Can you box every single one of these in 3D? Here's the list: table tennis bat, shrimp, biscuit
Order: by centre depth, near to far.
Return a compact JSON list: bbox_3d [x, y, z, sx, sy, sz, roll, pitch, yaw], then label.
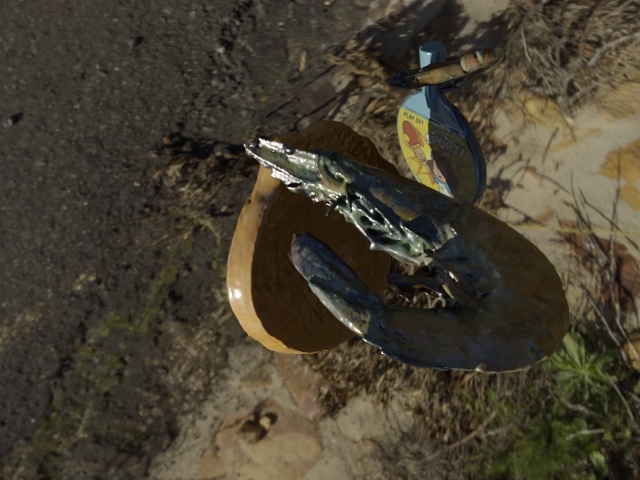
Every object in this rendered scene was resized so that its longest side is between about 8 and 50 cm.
[{"bbox_3d":[0.063,0.006,0.875,0.445,0.272,0.085,34,133,23],"label":"shrimp"},{"bbox_3d":[0.182,-0.250,1.197,0.195,0.148,0.035,-16,90,-9],"label":"shrimp"},{"bbox_3d":[-0.002,0.000,1.222,0.062,0.385,0.365,10,86,35],"label":"biscuit"},{"bbox_3d":[0.209,-0.193,1.374,0.215,0.044,0.329,38,151,42],"label":"table tennis bat"}]
